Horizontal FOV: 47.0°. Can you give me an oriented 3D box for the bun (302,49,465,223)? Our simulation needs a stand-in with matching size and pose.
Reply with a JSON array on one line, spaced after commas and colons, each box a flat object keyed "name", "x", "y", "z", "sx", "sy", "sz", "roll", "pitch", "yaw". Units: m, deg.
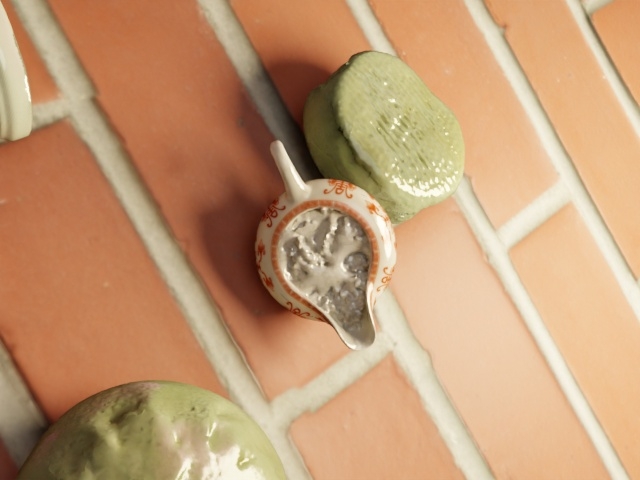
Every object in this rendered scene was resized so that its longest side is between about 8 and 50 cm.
[{"name": "bun", "x": 0.076, "y": -0.121, "z": 0.919, "sx": 0.221, "sy": 0.108, "sz": 0.221, "roll": 13, "pitch": 65, "yaw": -29}]

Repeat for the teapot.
[{"name": "teapot", "x": 0.000, "y": 0.000, "z": 0.834, "sx": 0.246, "sy": 0.159, "sz": 0.116, "roll": 58, "pitch": 17, "yaw": -11}]

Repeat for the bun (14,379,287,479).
[{"name": "bun", "x": -0.130, "y": 0.256, "z": 0.657, "sx": 0.283, "sy": 0.179, "sz": 0.284, "roll": 17, "pitch": 61, "yaw": -33}]

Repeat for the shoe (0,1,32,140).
[{"name": "shoe", "x": -0.416, "y": -0.234, "z": 0.676, "sx": 0.160, "sy": 0.131, "sz": 0.363, "roll": -32, "pitch": 89, "yaw": -31}]
